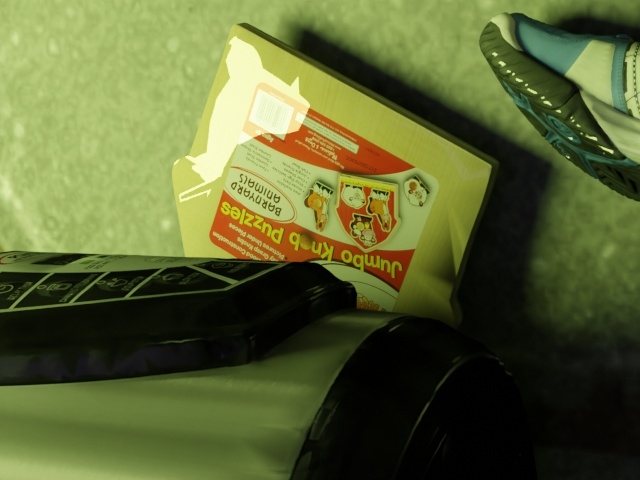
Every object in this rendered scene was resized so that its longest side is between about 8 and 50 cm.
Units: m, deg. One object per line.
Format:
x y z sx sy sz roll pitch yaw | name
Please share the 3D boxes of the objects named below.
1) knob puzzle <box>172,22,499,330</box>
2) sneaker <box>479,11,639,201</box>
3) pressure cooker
0.000 0.000 1.012 0.213 0.030 0.213 10 110 29 | knob puzzle
0.169 -0.061 0.870 0.211 0.080 0.081 32 84 29 | sneaker
-0.129 0.199 0.919 0.420 0.375 0.370 5 139 22 | pressure cooker
